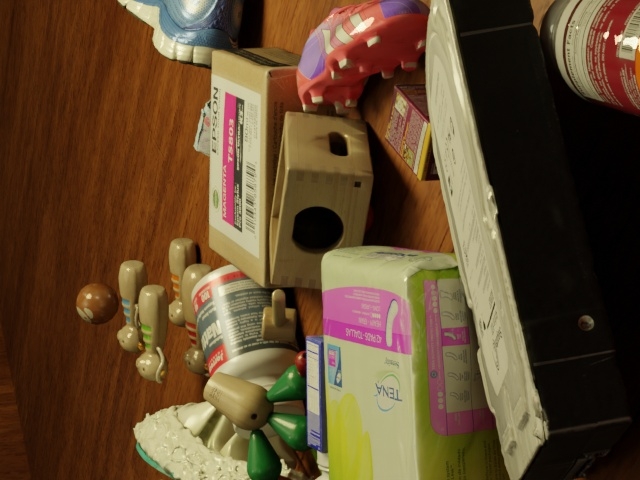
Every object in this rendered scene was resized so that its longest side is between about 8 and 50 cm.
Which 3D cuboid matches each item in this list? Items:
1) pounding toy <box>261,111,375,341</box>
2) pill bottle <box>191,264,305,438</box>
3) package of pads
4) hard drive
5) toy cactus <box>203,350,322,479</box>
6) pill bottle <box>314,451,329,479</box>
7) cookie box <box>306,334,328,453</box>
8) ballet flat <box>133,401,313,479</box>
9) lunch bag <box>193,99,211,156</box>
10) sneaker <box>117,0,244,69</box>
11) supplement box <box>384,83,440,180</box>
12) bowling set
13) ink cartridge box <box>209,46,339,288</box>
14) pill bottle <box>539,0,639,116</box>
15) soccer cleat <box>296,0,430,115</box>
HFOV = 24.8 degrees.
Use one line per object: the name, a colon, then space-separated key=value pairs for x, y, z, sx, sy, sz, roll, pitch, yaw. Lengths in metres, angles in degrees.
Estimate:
pounding toy: x=0.000 y=0.010 z=1.408 sx=0.181 sy=0.094 sz=0.206 roll=-94 pitch=11 yaw=-61
pill bottle: x=-0.077 y=0.126 z=1.646 sx=0.108 sy=0.108 sz=0.180 roll=115 pitch=145 yaw=-51
package of pads: x=0.083 y=0.156 z=1.247 sx=0.229 sy=0.101 sz=0.297 roll=-175 pitch=81 yaw=-70
hard drive: x=0.135 y=-0.007 z=1.033 sx=0.237 sy=0.064 sz=0.339 roll=82 pitch=177 yaw=-73
toy cactus: x=-0.046 y=0.197 z=1.518 sx=0.180 sy=0.112 sz=0.219 roll=26 pitch=114 yaw=21
pill bottle: x=0.032 y=0.277 z=1.412 sx=0.087 sy=0.087 sz=0.160 roll=-174 pitch=82 yaw=-69
cookie box: x=0.034 y=0.141 z=1.383 sx=0.040 sy=0.091 sz=0.107 roll=-168 pitch=76 yaw=-65
ballet flat: x=-0.104 y=0.264 z=1.753 sx=0.409 sy=0.147 sz=0.147 roll=-152 pitch=61 yaw=-62
lunch bag: x=-0.103 y=-0.135 z=1.706 sx=0.071 sy=0.083 sz=0.053 roll=106 pitch=151 yaw=-42
sneaker: x=-0.162 y=-0.328 z=1.818 sx=0.330 sy=0.129 sz=0.147 roll=49 pitch=123 yaw=53
supplement box: x=0.093 y=-0.094 z=1.260 sx=0.083 sy=0.043 sz=0.055 roll=-123 pitch=36 yaw=-51
bowling set: x=-0.222 y=0.113 z=1.909 sx=0.287 sy=0.199 sz=0.154 roll=-133 pitch=41 yaw=-64
ink cartridge box: x=-0.054 y=-0.083 z=1.582 sx=0.193 sy=0.088 sz=0.235 roll=-151 pitch=60 yaw=-64
pill bottle: x=0.203 y=-0.122 z=0.916 sx=0.152 sy=0.086 sz=0.086 roll=-146 pitch=56 yaw=-65
soccer cleat: x=0.034 y=-0.189 z=1.357 sx=0.248 sy=0.083 sz=0.095 roll=146 pitch=123 yaw=-69
